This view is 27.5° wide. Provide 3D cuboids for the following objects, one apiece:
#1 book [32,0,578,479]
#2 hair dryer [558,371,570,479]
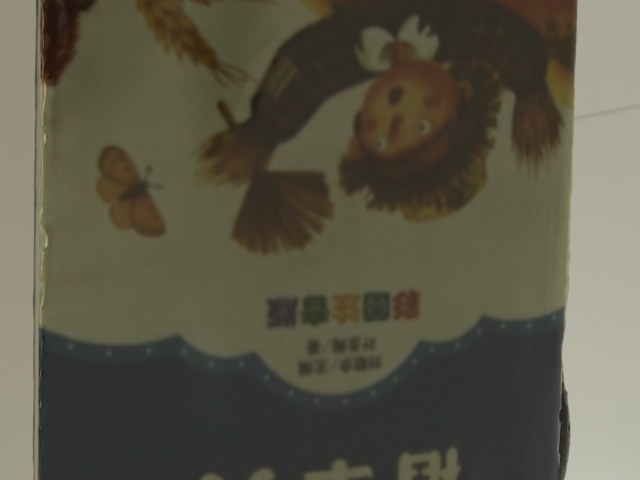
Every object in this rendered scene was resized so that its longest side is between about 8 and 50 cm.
[{"bbox_3d":[0.000,0.000,0.666,0.300,0.039,0.428,-2,-84,-27],"label":"book"},{"bbox_3d":[0.120,0.138,0.880,0.075,0.195,0.219,53,-136,-67],"label":"hair dryer"}]
